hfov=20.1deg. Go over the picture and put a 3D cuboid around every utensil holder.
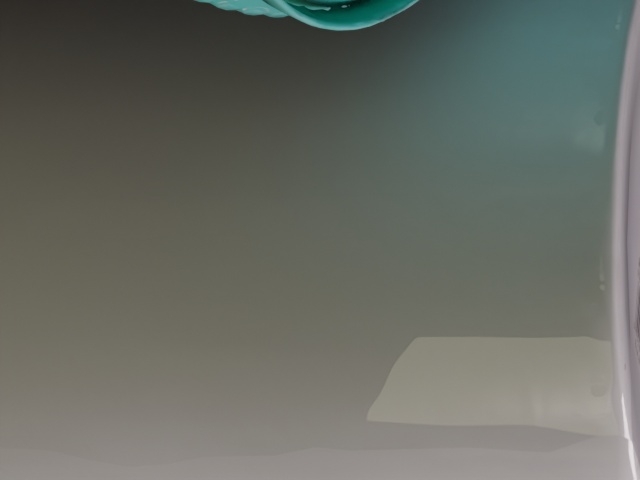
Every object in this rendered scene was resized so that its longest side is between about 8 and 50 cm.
[{"bbox_3d":[0.000,0.000,0.954,0.385,0.327,0.327,-1,143,21],"label":"utensil holder"}]

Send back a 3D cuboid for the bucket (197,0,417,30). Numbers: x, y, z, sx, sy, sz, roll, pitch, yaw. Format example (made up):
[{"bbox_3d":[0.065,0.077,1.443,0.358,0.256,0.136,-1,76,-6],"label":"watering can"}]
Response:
[{"bbox_3d":[0.012,-0.223,0.671,0.281,0.281,0.183,33,150,-22],"label":"bucket"}]
